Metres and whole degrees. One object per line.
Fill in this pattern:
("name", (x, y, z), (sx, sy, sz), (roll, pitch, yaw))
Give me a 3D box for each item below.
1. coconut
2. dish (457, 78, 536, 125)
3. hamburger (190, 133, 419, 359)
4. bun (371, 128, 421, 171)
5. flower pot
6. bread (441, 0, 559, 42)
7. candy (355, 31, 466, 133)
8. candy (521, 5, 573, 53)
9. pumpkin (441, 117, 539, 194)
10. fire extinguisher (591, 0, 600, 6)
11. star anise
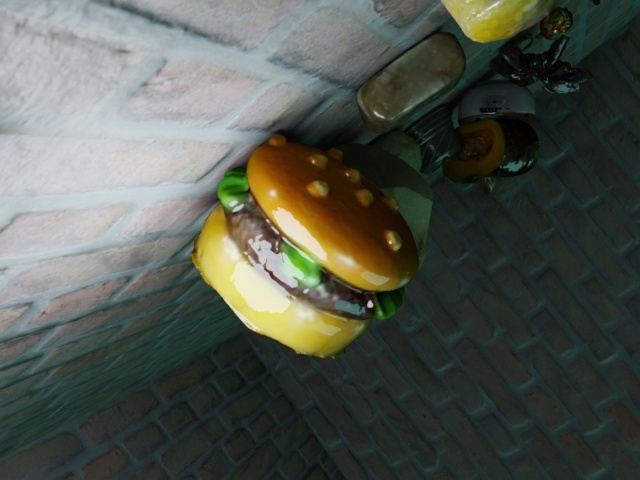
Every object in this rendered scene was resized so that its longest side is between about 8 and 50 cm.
("coconut", (0.085, -0.023, 1.624), (0.344, 0.415, 0.415), (8, 160, -12))
("dish", (0.541, -0.423, 2.130), (0.256, 0.117, 0.256), (-1, 178, 0))
("hamburger", (0.000, 0.000, 1.269), (0.277, 0.396, 0.396), (-51, 168, 22))
("bun", (0.178, -0.190, 1.957), (0.259, 0.152, 0.259), (-37, 171, -7))
("flower pot", (0.337, -0.292, 2.115), (0.235, 0.140, 0.235), (-34, 174, -4))
("bread", (0.267, -0.385, 0.993), (0.197, 0.170, 0.197), (-36, 171, -7))
("candy", (0.178, -0.308, 1.360), (0.234, 0.102, 0.104), (-34, 173, -8))
("candy", (0.613, -0.571, 1.964), (0.084, 0.078, 0.287), (-41, -179, -16))
("pumpkin", (0.514, -0.253, 2.132), (0.139, 0.222, 0.317), (4, 176, -34))
("fire extinguisher", (0.540, -0.562, 1.343), (0.114, 0.135, 0.337), (-33, 175, 8))
("star anise", (0.613, -0.485, 1.928), (0.282, 0.129, 0.212), (6, 177, 28))
